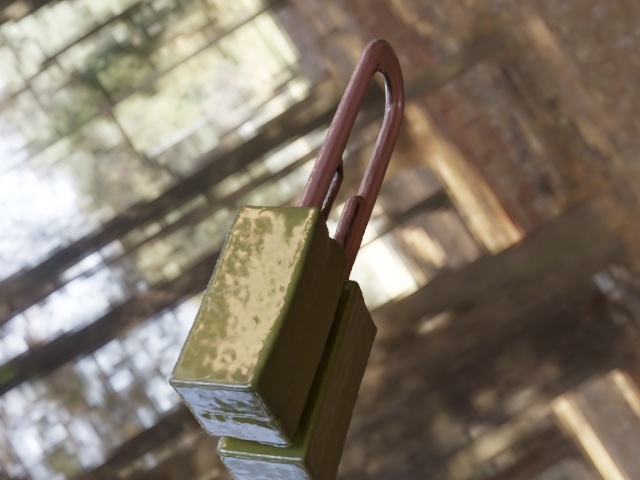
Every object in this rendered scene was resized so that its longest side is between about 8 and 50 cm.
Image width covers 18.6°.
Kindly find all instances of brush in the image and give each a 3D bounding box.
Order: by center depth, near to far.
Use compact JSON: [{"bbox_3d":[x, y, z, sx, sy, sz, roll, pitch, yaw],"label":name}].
[{"bbox_3d":[0.000,0.000,0.930,0.103,0.047,0.233,63,-143,-49],"label":"brush"}]
